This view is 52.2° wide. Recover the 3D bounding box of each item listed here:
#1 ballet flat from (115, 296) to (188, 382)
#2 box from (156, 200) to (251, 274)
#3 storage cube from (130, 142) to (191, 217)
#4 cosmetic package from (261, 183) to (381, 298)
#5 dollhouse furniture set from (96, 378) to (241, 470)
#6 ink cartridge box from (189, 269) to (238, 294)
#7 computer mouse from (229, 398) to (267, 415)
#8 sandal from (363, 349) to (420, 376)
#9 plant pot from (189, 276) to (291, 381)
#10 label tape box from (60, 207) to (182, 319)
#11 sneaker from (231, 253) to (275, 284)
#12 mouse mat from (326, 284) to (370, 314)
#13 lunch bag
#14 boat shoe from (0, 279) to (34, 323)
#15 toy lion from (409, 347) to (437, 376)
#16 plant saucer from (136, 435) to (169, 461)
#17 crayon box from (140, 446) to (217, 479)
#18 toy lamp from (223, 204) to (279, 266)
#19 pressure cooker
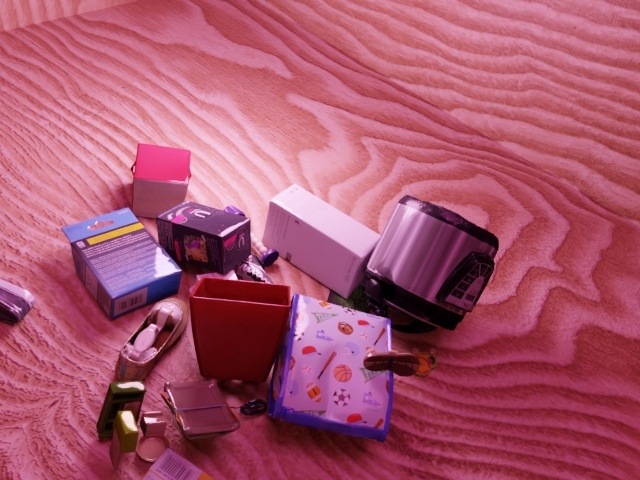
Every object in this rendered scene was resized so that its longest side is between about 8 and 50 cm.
[{"bbox_3d":[-0.476,0.262,1.893,0.123,0.123,0.348,23,41,5],"label":"ballet flat"},{"bbox_3d":[-0.381,-0.015,2.138,0.270,0.143,0.165,16,30,24],"label":"box"},{"bbox_3d":[-0.568,-0.205,2.314,0.215,0.183,0.193,6,44,-15],"label":"storage cube"},{"bbox_3d":[0.000,0.000,2.271,0.385,0.217,0.156,32,43,20],"label":"cosmetic package"},{"bbox_3d":[-0.386,0.472,1.660,0.301,0.151,0.197,5,27,-34],"label":"dollhouse furniture set"},{"bbox_3d":[-0.335,0.164,2.067,0.143,0.090,0.092,-8,48,-27],"label":"ink cartridge box"},{"bbox_3d":[-0.263,0.471,1.808,0.242,0.041,0.071,4,26,-23],"label":"computer mouse"},{"bbox_3d":[0.195,0.329,1.794,0.180,0.072,0.049,10,22,-22],"label":"sandal"},{"bbox_3d":[-0.230,0.254,1.844,0.267,0.236,0.267,7,7,-4],"label":"plant pot"},{"bbox_3d":[-0.631,0.064,2.057,0.240,0.106,0.334,-22,54,-37],"label":"label tape box"},{"bbox_3d":[-0.219,0.100,2.188,0.234,0.078,0.106,32,45,18],"label":"sneaker"},{"bbox_3d":[0.106,0.196,2.256,0.152,0.007,0.189,19,40,1],"label":"mouse mat"},{"bbox_3d":[0.028,0.382,1.856,0.328,0.239,0.385,14,34,-9],"label":"lunch bag"},{"bbox_3d":[-0.974,0.155,1.844,0.301,0.108,0.102,23,39,-6],"label":"boat shoe"},{"bbox_3d":[0.332,0.395,2.106,0.100,0.034,0.096,3,50,-17],"label":"toy lion"},{"bbox_3d":[-0.432,0.535,1.686,0.083,0.015,0.083,10,43,-9],"label":"plant saucer"},{"bbox_3d":[-0.378,0.666,1.514,0.202,0.081,0.318,29,42,13],"label":"crayon box"},{"bbox_3d":[-0.253,-0.025,2.311,0.080,0.080,0.275,-24,56,-37],"label":"toy lamp"},{"bbox_3d":[0.340,0.105,2.128,0.370,0.420,0.375,27,2,1],"label":"pressure cooker"}]
